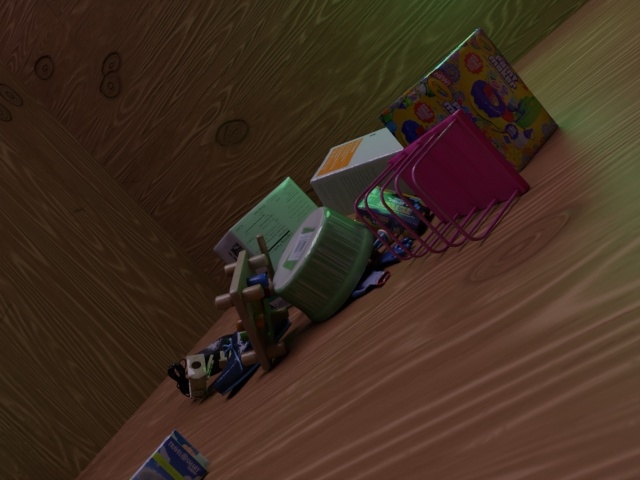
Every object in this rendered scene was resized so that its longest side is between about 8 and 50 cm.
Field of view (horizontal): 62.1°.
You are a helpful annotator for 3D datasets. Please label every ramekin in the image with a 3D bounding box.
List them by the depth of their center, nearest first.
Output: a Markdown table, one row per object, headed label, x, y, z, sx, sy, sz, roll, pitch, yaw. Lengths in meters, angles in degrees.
| label | x | y | z | sx | sy | sz | roll | pitch | yaw |
| --- | --- | --- | --- | --- | --- | --- | --- | --- | --- |
| ramekin | -0.003 | 0.055 | 1.441 | 0.303 | 0.148 | 0.303 | -53 | 16 | 22 |

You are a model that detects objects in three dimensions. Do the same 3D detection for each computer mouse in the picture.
| label | x | y | z | sx | sy | sz | roll | pitch | yaw |
| --- | --- | --- | --- | --- | --- | --- | --- | --- | --- |
| computer mouse | -0.387 | 0.440 | 1.877 | 0.272 | 0.072 | 0.188 | -34 | -42 | -21 |

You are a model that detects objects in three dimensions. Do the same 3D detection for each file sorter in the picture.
| label | x | y | z | sx | sy | sz | roll | pitch | yaw |
| --- | --- | --- | --- | --- | --- | --- | --- | --- | --- |
| file sorter | 0.225 | -0.089 | 1.098 | 0.182 | 0.202 | 0.290 | -46 | 6 | -21 |

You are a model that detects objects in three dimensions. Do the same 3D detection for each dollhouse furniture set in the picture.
| label | x | y | z | sx | sy | sz | roll | pitch | yaw |
| --- | --- | --- | --- | --- | --- | --- | --- | --- | --- |
| dollhouse furniture set | -0.360 | 0.476 | 1.789 | 0.101 | 0.161 | 0.182 | -114 | 23 | -50 |

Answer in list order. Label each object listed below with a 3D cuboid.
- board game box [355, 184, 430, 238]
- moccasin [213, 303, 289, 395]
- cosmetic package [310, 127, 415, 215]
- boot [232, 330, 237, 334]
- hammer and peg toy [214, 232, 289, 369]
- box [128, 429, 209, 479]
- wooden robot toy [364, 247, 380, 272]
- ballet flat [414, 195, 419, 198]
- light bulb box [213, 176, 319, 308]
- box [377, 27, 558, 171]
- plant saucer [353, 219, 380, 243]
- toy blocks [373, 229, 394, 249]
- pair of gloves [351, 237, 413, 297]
| label | x | y | z | sx | sy | sz | roll | pitch | yaw |
| --- | --- | --- | --- | --- | --- | --- | --- | --- | --- |
| board game box | 0.197 | -0.079 | 1.421 | 0.141 | 0.170 | 0.048 | -49 | -28 | -51 |
| moccasin | -0.228 | 0.321 | 1.611 | 0.137 | 0.117 | 0.342 | -39 | 7 | 38 |
| cosmetic package | 0.218 | -0.240 | 1.654 | 0.453 | 0.161 | 0.230 | -15 | 30 | 32 |
| boot | -0.374 | 0.428 | 2.103 | 0.197 | 0.073 | 0.152 | -28 | 12 | 21 |
| hammer and peg toy | -0.186 | 0.158 | 1.500 | 0.127 | 0.266 | 0.361 | -17 | 24 | 5 |
| box | -0.311 | 0.477 | 1.051 | 0.178 | 0.109 | 0.042 | -47 | 3 | -36 |
| wooden robot toy | 0.134 | 0.053 | 1.503 | 0.079 | 0.076 | 0.173 | -5 | -16 | -30 |
| ballet flat | 0.341 | -0.190 | 1.718 | 0.241 | 0.091 | 0.077 | -41 | -29 | -27 |
| light bulb box | -0.144 | 0.020 | 2.053 | 0.358 | 0.361 | 0.225 | -46 | 5 | -32 |
| box | 0.343 | -0.288 | 1.278 | 0.177 | 0.290 | 0.279 | -45 | 7 | -22 |
| plant saucer | 0.123 | -0.002 | 1.791 | 0.333 | 0.081 | 0.333 | -43 | 5 | 5 |
| toy blocks | 0.217 | -0.037 | 1.520 | 0.148 | 0.054 | 0.123 | -45 | 5 | -23 |
| pair of gloves | 0.156 | 0.068 | 1.332 | 0.198 | 0.023 | 0.159 | -47 | 8 | -26 |
